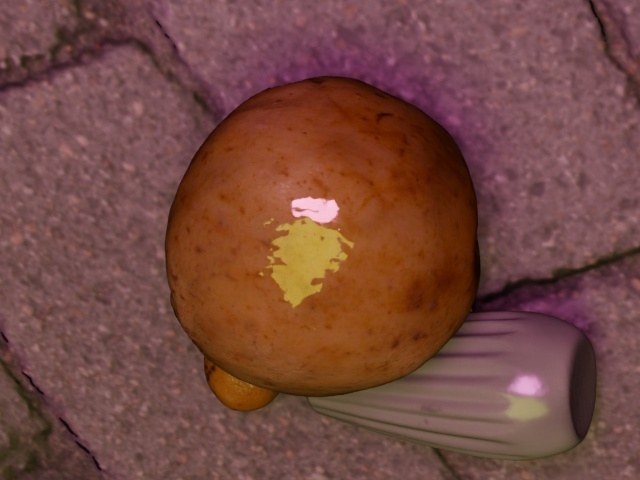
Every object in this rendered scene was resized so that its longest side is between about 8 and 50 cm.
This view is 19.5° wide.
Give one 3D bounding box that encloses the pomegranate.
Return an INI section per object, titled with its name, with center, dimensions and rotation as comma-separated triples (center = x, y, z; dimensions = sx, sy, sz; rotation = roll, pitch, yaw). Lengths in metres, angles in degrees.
[pomegranate]
center = 0.000, 0.000, 1.471
dimensions = 0.260, 0.260, 0.260
rotation = 7, 125, 9

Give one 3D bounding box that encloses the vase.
[vase]
center = 0.107, 0.122, 1.602
dimensions = 0.248, 0.128, 0.128
rotation = 1, 124, 25

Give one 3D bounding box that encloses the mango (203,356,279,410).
[mango]
center = -0.065, 0.102, 1.666
dimensions = 0.079, 0.057, 0.114
rotation = 21, 123, 8
